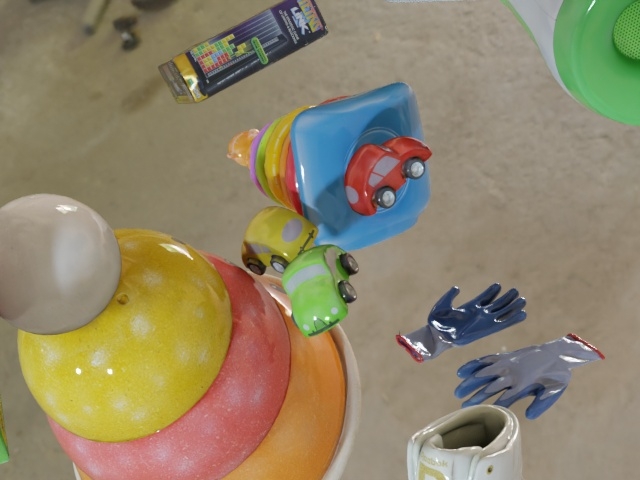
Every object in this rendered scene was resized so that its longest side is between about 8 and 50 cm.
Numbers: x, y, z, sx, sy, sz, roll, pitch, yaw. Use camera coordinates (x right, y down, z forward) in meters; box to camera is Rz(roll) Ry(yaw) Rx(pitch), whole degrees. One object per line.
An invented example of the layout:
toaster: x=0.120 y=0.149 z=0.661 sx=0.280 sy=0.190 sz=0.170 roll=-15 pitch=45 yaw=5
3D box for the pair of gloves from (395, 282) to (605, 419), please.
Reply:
pair of gloves: x=0.175 y=0.108 z=0.990 sx=0.159 sy=0.023 sz=0.198 roll=-22 pitch=37 yaw=-26

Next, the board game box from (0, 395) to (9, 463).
board game box: x=-0.304 y=0.000 z=0.760 sx=0.046 sy=0.213 sz=0.317 roll=-17 pitch=33 yaw=-14

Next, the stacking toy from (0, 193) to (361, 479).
stacking toy: x=-0.170 y=0.103 z=0.957 sx=0.350 sy=0.480 sz=0.351 roll=-7 pitch=61 yaw=12

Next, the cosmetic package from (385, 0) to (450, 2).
cosmetic package: x=0.227 y=-0.507 z=1.145 sx=0.327 sy=0.394 sz=0.329 roll=-2 pitch=24 yaw=3

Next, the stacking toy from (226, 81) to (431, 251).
stacking toy: x=-0.025 y=-0.096 z=1.169 sx=0.175 sy=0.166 sz=0.302 roll=-22 pitch=21 yaw=-31

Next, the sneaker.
sneaker: x=0.081 y=0.250 z=0.802 sx=0.108 sy=0.169 sz=0.292 roll=8 pitch=30 yaw=35

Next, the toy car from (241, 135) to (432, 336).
toy car: x=0.000 y=0.000 z=0.938 sx=0.239 sy=0.053 sz=0.225 roll=-31 pitch=27 yaw=22

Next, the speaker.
speaker: x=0.199 y=-0.188 z=0.711 sx=0.131 sy=0.131 sz=0.296 roll=-16 pitch=28 yaw=7

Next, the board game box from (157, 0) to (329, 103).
board game box: x=-0.081 y=-0.185 z=0.949 sx=0.141 sy=0.048 sz=0.170 roll=-31 pitch=14 yaw=-9
